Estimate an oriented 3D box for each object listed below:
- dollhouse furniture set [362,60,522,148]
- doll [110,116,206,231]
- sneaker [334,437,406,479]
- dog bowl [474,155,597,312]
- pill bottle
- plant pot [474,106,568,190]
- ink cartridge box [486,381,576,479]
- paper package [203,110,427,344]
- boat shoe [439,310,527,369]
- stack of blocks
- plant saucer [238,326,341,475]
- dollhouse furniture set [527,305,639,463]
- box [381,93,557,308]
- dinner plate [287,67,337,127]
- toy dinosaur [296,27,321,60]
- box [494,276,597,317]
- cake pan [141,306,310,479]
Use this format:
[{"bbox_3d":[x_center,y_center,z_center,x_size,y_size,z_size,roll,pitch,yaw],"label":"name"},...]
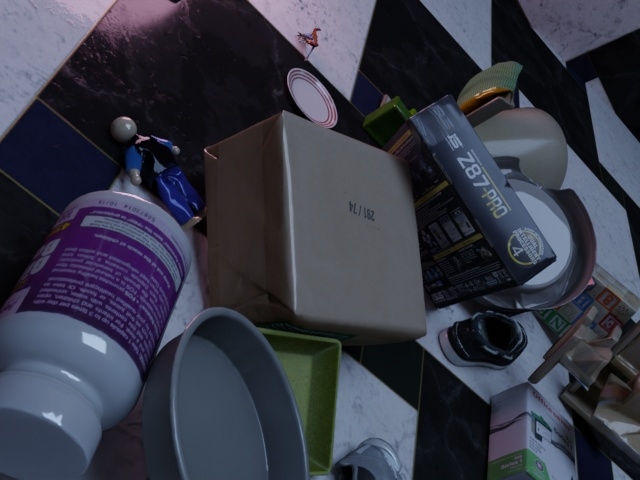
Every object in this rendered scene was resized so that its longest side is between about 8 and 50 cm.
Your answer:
[{"bbox_3d":[0.267,-0.316,1.780,0.151,0.301,0.197,46,37,-20],"label":"dollhouse furniture set"},{"bbox_3d":[-0.236,-0.100,1.180,0.189,0.046,0.129,53,32,-5],"label":"doll"},{"bbox_3d":[0.088,0.401,1.151,0.132,0.086,0.229,-10,60,-50],"label":"sneaker"},{"bbox_3d":[0.409,-0.004,1.738,0.348,0.102,0.349,6,68,-15],"label":"dog bowl"},{"bbox_3d":[-0.255,0.097,0.872,0.169,0.169,0.301,41,35,-22],"label":"pill bottle"},{"bbox_3d":[0.391,-0.190,1.926,0.274,0.256,0.256,-4,65,-35],"label":"plant pot"},{"bbox_3d":[0.397,0.399,1.527,0.160,0.092,0.219,44,35,-19],"label":"ink cartridge box"},{"bbox_3d":[0.000,0.000,1.236,0.325,0.168,0.309,14,65,-48],"label":"paper package"},{"bbox_3d":[0.358,0.198,1.651,0.302,0.091,0.114,-2,64,-53],"label":"boat shoe"},{"bbox_3d":[0.581,0.114,1.937,0.297,0.171,0.087,43,30,13],"label":"stack of blocks"},{"bbox_3d":[-0.056,0.217,1.094,0.188,0.045,0.188,15,76,-46],"label":"plant saucer"},{"bbox_3d":[0.601,0.341,1.640,0.362,0.256,0.394,43,28,13],"label":"dollhouse furniture set"},{"bbox_3d":[0.219,-0.047,1.456,0.097,0.395,0.318,-33,87,-14],"label":"box"},{"bbox_3d":[-0.019,-0.284,1.645,0.141,0.017,0.141,32,41,-32],"label":"dinner plate"},{"bbox_3d":[-0.020,-0.426,1.717,0.047,0.090,0.082,46,-12,-33],"label":"toy dinosaur"},{"bbox_3d":[0.475,0.068,1.824,0.233,0.044,0.159,-17,69,-11],"label":"box"},{"bbox_3d":[-0.099,0.220,0.896,0.293,0.054,0.293,53,27,-42],"label":"cake pan"}]
